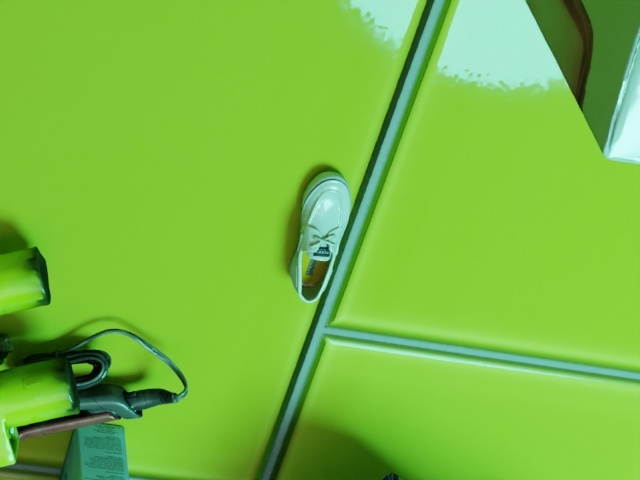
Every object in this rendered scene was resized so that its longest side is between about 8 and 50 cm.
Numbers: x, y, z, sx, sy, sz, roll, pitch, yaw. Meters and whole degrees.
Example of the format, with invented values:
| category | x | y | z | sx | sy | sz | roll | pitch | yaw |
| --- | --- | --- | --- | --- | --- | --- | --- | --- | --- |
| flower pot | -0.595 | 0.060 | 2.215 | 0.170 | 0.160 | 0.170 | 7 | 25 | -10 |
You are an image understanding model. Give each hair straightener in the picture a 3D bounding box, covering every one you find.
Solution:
| category | x | y | z | sx | sy | sz | roll | pitch | yaw |
| --- | --- | --- | --- | --- | --- | --- | --- | --- | --- |
| hair straightener | -0.210 | 0.110 | 1.401 | 0.230 | 0.047 | 0.089 | -7 | 126 | 2 |

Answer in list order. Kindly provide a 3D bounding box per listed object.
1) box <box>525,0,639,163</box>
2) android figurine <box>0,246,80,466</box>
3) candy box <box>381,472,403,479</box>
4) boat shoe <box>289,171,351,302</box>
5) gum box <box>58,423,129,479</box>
| category | x | y | z | sx | sy | sz | roll | pitch | yaw |
| --- | --- | --- | --- | --- | --- | --- | --- | --- | --- |
| box | 0.222 | -0.152 | 1.178 | 0.148 | 0.232 | 0.127 | 6 | 123 | -13 |
| android figurine | -0.310 | 0.091 | 1.342 | 0.272 | 0.056 | 0.248 | -11 | 109 | -3 |
| candy box | 0.088 | 0.378 | 1.469 | 0.317 | 0.122 | 0.268 | 39 | 102 | -11 |
| boat shoe | 0.000 | 0.000 | 1.370 | 0.035 | 0.035 | 0.100 | 8 | 124 | -15 |
| gum box | -0.172 | 0.251 | 1.428 | 0.041 | 0.184 | 0.157 | 9 | 123 | -16 |
